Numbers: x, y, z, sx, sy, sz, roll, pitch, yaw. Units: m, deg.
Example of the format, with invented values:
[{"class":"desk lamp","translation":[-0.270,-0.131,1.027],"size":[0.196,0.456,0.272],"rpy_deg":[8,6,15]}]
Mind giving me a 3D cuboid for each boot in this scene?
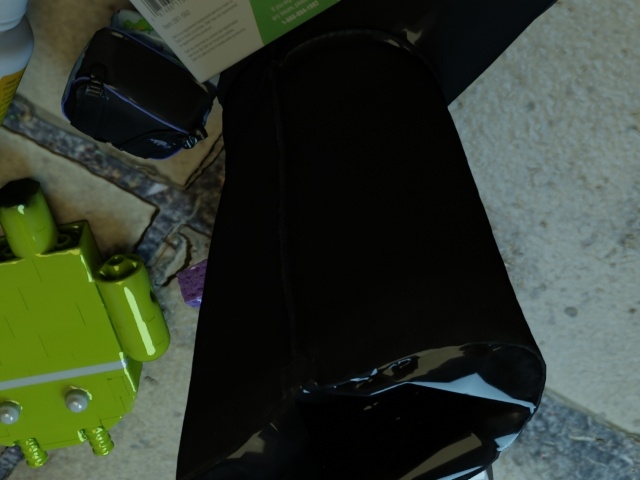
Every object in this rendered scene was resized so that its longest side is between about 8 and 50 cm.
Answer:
[{"class":"boot","translation":[0.069,-0.064,0.920],"size":[0.146,0.445,0.367],"rpy_deg":[37,117,-21]}]

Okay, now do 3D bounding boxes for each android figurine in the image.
[{"class":"android figurine","translation":[-0.251,0.080,1.261],"size":[0.248,0.056,0.272],"rpy_deg":[-9,121,7]}]

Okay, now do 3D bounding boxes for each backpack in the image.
[{"class":"backpack","translation":[-0.132,-0.110,1.104],"size":[0.105,0.084,0.114],"rpy_deg":[27,161,-13]}]

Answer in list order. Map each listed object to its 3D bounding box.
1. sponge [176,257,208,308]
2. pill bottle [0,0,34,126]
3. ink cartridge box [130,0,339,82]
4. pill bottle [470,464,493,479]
[{"class":"sponge","translation":[0.000,0.000,1.171],"size":[0.210,0.117,0.031],"rpy_deg":[-26,76,17]},{"class":"pill bottle","translation":[-0.283,-0.116,1.091],"size":[0.117,0.117,0.215],"rpy_deg":[23,121,-14]},{"class":"ink cartridge box","translation":[-0.083,-0.232,0.972],"size":[0.160,0.092,0.219],"rpy_deg":[-22,114,46]},{"class":"pill bottle","translation":[0.049,0.191,1.293],"size":[0.187,0.112,0.112],"rpy_deg":[-12,123,10]}]
